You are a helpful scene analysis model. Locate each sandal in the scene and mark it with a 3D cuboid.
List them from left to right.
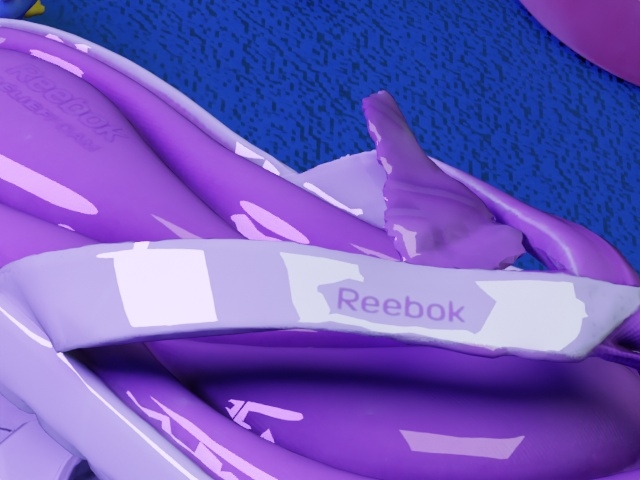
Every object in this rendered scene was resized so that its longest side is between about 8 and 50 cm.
[{"bbox_3d":[-0.009,0.006,0.551,0.416,0.102,0.169,25,37,27],"label":"sandal"}]

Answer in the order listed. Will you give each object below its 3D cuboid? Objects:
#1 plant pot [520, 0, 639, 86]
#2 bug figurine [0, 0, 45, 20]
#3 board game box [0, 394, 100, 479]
[{"bbox_3d":[0.209,-0.197,0.940,0.201,0.180,0.201,11,46,-12],"label":"plant pot"},{"bbox_3d":[-0.118,-0.178,0.861,0.216,0.072,0.279,40,46,25],"label":"bug figurine"},{"bbox_3d":[-0.041,0.079,0.576,0.390,0.050,0.390,20,36,22],"label":"board game box"}]
